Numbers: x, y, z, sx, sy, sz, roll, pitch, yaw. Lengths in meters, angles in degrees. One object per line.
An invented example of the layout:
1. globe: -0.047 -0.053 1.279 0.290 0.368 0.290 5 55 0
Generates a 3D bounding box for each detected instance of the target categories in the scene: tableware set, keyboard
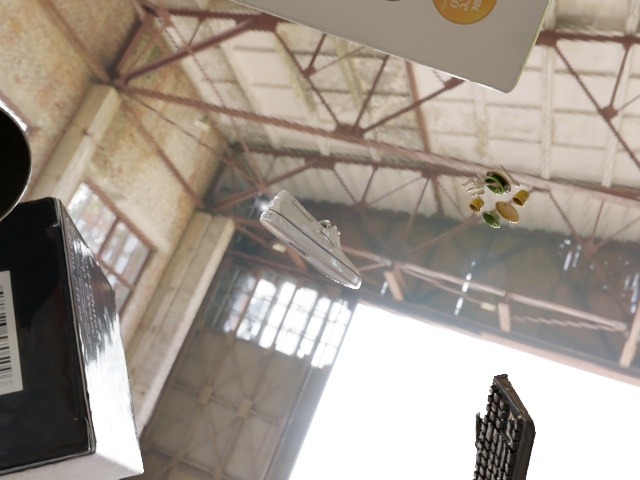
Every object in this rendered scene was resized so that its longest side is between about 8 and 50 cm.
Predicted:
1. tableware set: 0.280 -0.062 1.274 0.104 0.024 0.154 46 -17 -6
2. keyboard: 0.151 0.208 0.714 0.023 0.180 0.108 2 23 -8

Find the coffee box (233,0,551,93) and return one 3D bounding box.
1. coffee box: 0.092 -0.381 0.695 0.334 0.338 0.338 22 -56 8

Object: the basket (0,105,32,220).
1. basket: -0.413 -0.108 0.719 0.227 0.154 0.204 32 16 27

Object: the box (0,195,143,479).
1. box: -0.374 0.166 1.017 0.212 0.294 0.395 -11 -18 -9

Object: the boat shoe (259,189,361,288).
1. boat shoe: 0.000 0.000 1.558 0.258 0.084 0.095 41 -16 -31
